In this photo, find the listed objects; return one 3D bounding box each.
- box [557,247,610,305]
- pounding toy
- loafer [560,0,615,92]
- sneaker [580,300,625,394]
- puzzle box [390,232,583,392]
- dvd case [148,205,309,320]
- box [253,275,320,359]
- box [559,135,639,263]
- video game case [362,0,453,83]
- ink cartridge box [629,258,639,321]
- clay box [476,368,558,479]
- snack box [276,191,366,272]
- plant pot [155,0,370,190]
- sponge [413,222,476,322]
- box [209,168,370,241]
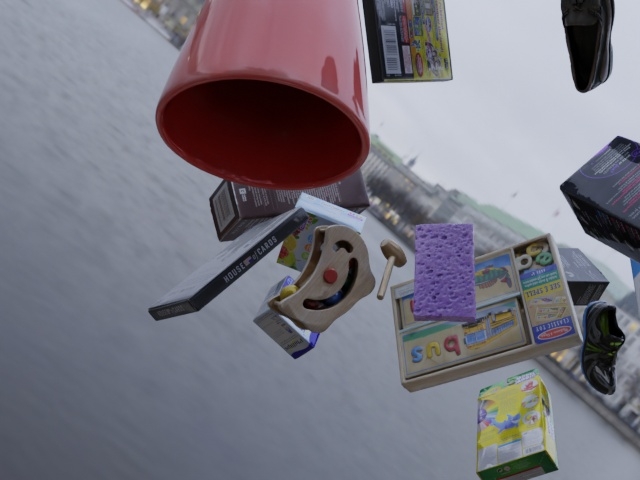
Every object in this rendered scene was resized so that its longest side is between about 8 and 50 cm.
[{"bbox_3d":[0.683,0.099,2.149,0.158,0.093,0.156,2,35,-25],"label":"box"},{"bbox_3d":[0.033,0.056,1.459,0.154,0.269,0.155,56,-18,-12],"label":"pounding toy"},{"bbox_3d":[0.530,-0.424,1.540,0.096,0.084,0.267,9,-50,42],"label":"loafer"},{"bbox_3d":[0.566,0.214,1.545,0.067,0.188,0.078,3,-7,-17],"label":"sneaker"},{"bbox_3d":[0.359,0.166,1.750,0.052,0.409,0.272,45,32,-45],"label":"puzzle box"},{"bbox_3d":[-0.144,0.038,1.201,0.029,0.239,0.179,55,-30,-11],"label":"dvd case"},{"bbox_3d":[-0.065,0.173,1.745,0.137,0.072,0.126,44,36,-14],"label":"box"},{"bbox_3d":[0.609,-0.062,1.435,0.143,0.165,0.270,50,-1,-31],"label":"box"},{"bbox_3d":[0.182,-0.471,1.630,0.035,0.274,0.248,-2,8,45],"label":"video game case"},{"bbox_3d":[0.930,0.039,1.765,0.166,0.395,0.285,29,47,-24],"label":"ink cartridge box"},{"bbox_3d":[0.340,0.324,1.350,0.053,0.127,0.222,55,25,-17],"label":"clay box"},{"bbox_3d":[0.000,0.000,1.932,0.174,0.207,0.070,22,45,0],"label":"snack box"},{"bbox_3d":[-0.060,-0.233,1.012,0.275,0.243,0.275,6,-23,3],"label":"plant pot"},{"bbox_3d":[0.242,0.061,1.502,0.031,0.117,0.210,71,21,-56],"label":"sponge"},{"bbox_3d":[-0.083,-0.103,2.063,0.191,0.381,0.143,-40,-117,59],"label":"box"}]
